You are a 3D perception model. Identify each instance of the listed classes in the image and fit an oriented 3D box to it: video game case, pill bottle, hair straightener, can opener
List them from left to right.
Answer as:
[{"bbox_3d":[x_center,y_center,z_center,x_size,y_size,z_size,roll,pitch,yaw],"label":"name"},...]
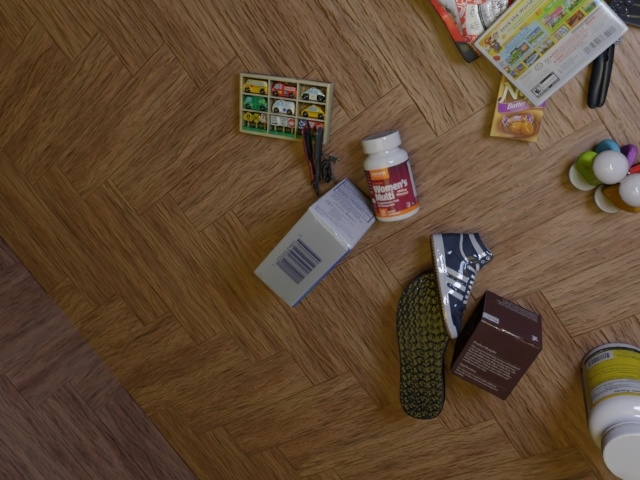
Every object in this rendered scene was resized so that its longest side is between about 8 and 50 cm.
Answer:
[{"bbox_3d":[0.003,-0.210,1.450,0.089,0.047,0.230,9,130,19],"label":"hair straightener"},{"bbox_3d":[0.181,-0.170,1.378,0.121,0.121,0.221,-8,110,25],"label":"pill bottle"},{"bbox_3d":[0.483,-0.434,1.113,0.206,0.026,0.227,41,125,-8],"label":"video game case"},{"bbox_3d":[0.618,-0.385,1.151,0.059,0.073,0.186,-16,113,-14],"label":"can opener"},{"bbox_3d":[0.753,0.416,1.284,0.188,0.334,0.187,9,116,19],"label":"pill bottle"}]

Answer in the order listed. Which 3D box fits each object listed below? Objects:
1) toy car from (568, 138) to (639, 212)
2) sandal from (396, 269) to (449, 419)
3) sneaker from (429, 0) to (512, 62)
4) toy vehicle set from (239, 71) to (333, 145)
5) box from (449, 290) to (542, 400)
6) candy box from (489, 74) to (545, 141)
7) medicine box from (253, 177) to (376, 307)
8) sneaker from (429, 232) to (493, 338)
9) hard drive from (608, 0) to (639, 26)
[{"bbox_3d":[0.675,-0.154,1.187,0.182,0.159,0.136,41,87,1],"label":"toy car"},{"bbox_3d":[0.300,0.293,1.523,0.168,0.107,0.445,8,102,15],"label":"sandal"},{"bbox_3d":[0.328,-0.551,1.169,0.145,0.090,0.270,-29,103,29],"label":"sneaker"},{"bbox_3d":[-0.099,-0.367,1.453,0.267,0.035,0.165,12,117,17],"label":"toy vehicle set"},{"bbox_3d":[0.479,0.285,1.434,0.169,0.167,0.203,27,120,9],"label":"box"},{"bbox_3d":[0.471,-0.333,1.228,0.109,0.053,0.186,12,115,18],"label":"candy box"},{"bbox_3d":[0.000,0.000,1.429,0.149,0.289,0.263,44,121,2],"label":"medicine box"},{"bbox_3d":[0.383,0.112,1.384,0.153,0.099,0.282,-8,83,6],"label":"sneaker"},{"bbox_3d":[0.721,-0.498,1.024,0.255,0.054,0.172,17,138,14],"label":"hard drive"}]
